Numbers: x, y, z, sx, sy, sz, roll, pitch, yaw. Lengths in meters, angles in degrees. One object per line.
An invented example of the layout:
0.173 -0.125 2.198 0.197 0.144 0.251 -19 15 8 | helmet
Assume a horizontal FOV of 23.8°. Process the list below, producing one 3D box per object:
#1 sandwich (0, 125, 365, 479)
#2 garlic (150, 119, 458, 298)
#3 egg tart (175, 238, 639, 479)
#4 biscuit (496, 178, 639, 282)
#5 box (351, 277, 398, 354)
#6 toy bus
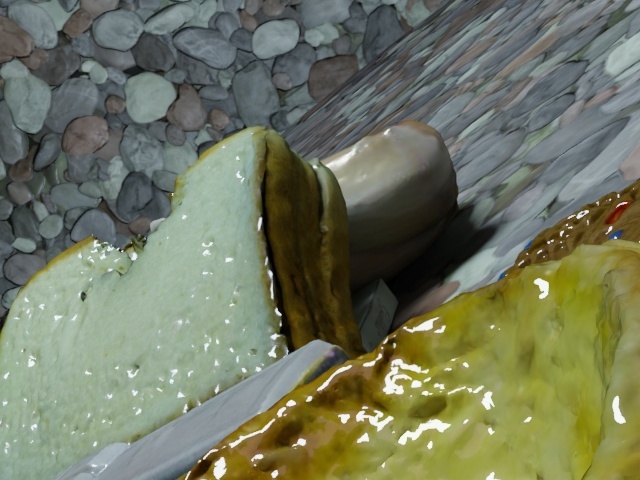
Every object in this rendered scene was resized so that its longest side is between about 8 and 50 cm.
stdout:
-0.099 0.073 0.966 0.273 0.095 0.249 -34 40 26 | sandwich
0.000 0.000 1.136 0.228 0.110 0.217 -17 -6 8 | garlic
0.033 0.117 0.473 0.294 0.123 0.294 -34 11 8 | egg tart
0.159 -0.003 0.829 0.175 0.026 0.124 -28 14 50 | biscuit
-0.035 0.105 1.064 0.198 0.029 0.109 -34 10 21 | box
-0.070 0.146 0.768 0.268 0.106 0.092 -32 10 38 | toy bus
